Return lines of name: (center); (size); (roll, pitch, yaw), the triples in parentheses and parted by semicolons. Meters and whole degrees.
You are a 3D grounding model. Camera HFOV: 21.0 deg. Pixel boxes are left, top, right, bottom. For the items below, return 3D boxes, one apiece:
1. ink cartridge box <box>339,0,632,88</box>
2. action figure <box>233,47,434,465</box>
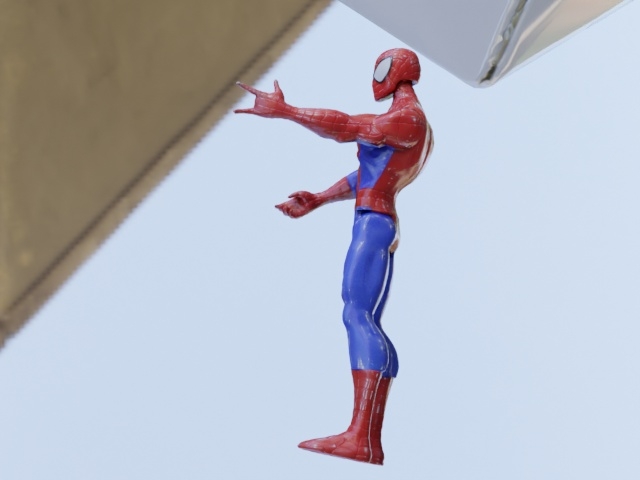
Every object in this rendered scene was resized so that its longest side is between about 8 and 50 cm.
ink cartridge box: (0.061, -0.190, 0.601); (0.289, 0.211, 0.121); (-33, -29, -49)
action figure: (0.000, 0.000, 1.164); (0.091, 0.139, 0.280); (46, -125, -77)
